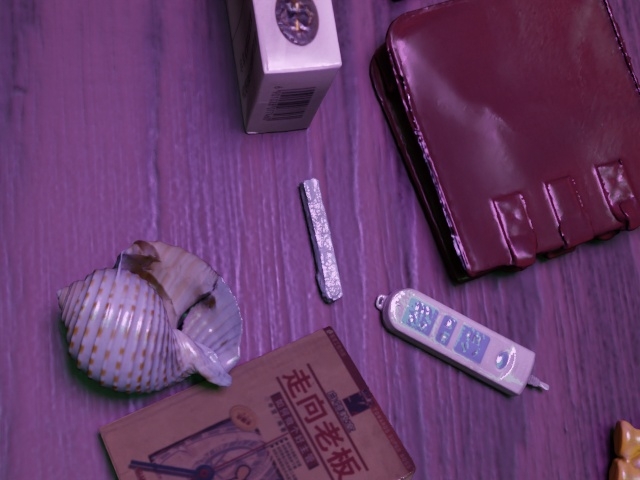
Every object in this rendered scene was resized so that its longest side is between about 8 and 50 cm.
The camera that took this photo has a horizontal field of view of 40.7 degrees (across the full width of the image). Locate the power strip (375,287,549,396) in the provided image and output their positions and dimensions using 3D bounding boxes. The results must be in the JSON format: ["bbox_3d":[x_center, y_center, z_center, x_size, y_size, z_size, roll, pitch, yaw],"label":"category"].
[{"bbox_3d":[0.140,0.100,0.836,0.191,0.030,0.047,28,75,-6],"label":"power strip"}]

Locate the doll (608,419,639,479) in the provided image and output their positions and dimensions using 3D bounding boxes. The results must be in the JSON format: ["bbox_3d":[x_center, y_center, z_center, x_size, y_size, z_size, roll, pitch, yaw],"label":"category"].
[{"bbox_3d":[0.403,0.226,0.837,0.241,0.099,0.135,9,54,-12],"label":"doll"}]

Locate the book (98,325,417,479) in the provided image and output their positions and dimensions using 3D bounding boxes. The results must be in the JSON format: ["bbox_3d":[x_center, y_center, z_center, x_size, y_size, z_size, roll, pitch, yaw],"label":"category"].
[{"bbox_3d":[-0.055,0.185,0.745,0.231,0.026,0.161,-22,61,-17],"label":"book"}]

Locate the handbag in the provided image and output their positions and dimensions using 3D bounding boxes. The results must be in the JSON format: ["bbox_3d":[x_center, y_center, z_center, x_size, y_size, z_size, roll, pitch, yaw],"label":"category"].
[{"bbox_3d":[0.204,-0.115,0.868,0.260,0.084,0.275,-19,84,-16],"label":"handbag"}]

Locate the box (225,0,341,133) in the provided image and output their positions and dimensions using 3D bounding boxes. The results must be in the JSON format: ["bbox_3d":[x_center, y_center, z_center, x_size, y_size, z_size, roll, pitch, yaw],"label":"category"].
[{"bbox_3d":[-0.047,-0.246,0.793,0.069,0.164,0.256,-7,81,-12],"label":"box"}]

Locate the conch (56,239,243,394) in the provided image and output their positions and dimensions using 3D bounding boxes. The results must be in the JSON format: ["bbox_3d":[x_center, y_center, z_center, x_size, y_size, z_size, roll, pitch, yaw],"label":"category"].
[{"bbox_3d":[-0.149,0.068,0.740,0.153,0.102,0.135,36,57,-38],"label":"conch"}]

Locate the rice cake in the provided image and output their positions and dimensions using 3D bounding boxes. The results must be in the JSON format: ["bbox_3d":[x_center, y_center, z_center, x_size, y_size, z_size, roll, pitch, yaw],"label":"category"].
[{"bbox_3d":[0.000,0.000,0.828,0.021,0.022,0.121,-11,82,-14],"label":"rice cake"}]
